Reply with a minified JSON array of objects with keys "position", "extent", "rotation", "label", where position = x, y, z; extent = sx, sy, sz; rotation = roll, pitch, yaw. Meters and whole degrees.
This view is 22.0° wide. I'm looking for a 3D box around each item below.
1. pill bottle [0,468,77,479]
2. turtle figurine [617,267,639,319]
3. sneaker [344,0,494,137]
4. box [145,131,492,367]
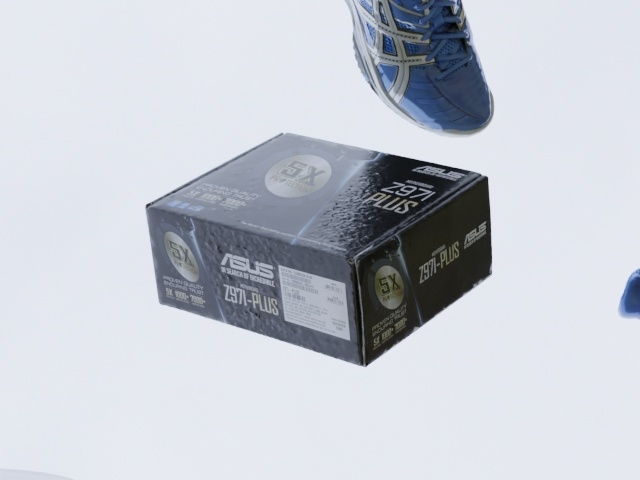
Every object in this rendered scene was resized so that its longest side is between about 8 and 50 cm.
[{"position":[-0.187,0.288,0.812],"extent":[0.188,0.188,0.334],"rotation":[1,-88,-35],"label":"pill bottle"},{"position":[0.337,-0.018,0.984],"extent":[0.275,0.266,0.197],"rotation":[-11,-82,-37],"label":"turtle figurine"},{"position":[0.062,-0.159,1.148],"extent":[0.080,0.081,0.211],"rotation":[-40,-70,-17],"label":"sneaker"},{"position":[0.000,0.000,1.093],"extent":[0.147,0.180,0.077],"rotation":[-31,-55,-43],"label":"box"}]
